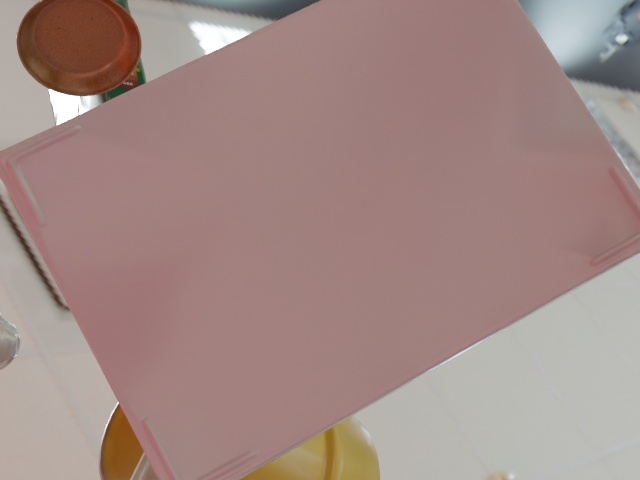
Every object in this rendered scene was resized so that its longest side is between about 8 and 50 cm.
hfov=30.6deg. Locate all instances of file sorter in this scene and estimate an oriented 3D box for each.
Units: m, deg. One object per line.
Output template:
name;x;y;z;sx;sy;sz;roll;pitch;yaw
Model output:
file sorter;0.000;0.000;0.652;0.193;0.277;0.173;60;168;11

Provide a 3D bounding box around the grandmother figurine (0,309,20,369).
grandmother figurine;-0.406;0.005;1.176;0.207;0.104;0.342;-3;-137;-47

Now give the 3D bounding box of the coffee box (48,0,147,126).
coffee box;-0.167;-0.091;0.899;0.040;0.113;0.184;4;-133;-28

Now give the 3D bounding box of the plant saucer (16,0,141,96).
plant saucer;-0.164;-0.137;0.797;0.083;0.083;0.015;25;-148;-30

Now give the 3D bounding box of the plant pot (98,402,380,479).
plant pot;-0.103;0.252;1.282;0.239;0.254;0.254;37;-153;-37

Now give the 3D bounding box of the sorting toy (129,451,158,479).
sorting toy;-0.145;0.236;0.708;0.038;0.208;0.193;29;-154;-5
